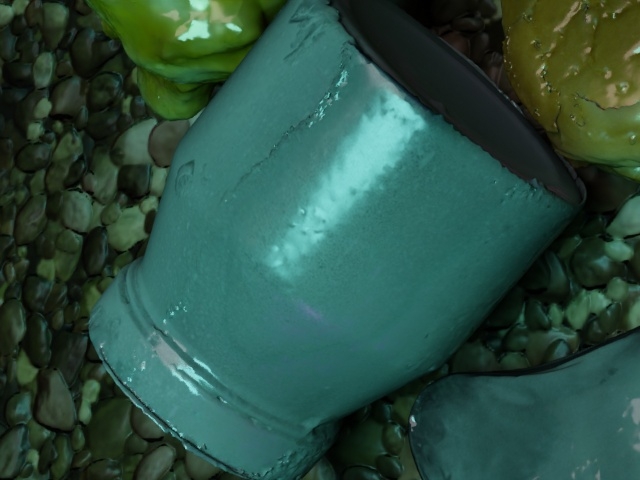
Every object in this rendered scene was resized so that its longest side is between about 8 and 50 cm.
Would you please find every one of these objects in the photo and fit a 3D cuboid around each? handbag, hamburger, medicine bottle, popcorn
[{"bbox_3d":[0.202,0.149,1.149,0.332,0.075,0.191,-19,69,23],"label":"handbag"},{"bbox_3d":[0.228,-0.139,1.205,0.214,0.108,0.213,-15,63,31],"label":"hamburger"},{"bbox_3d":[0.000,0.000,1.215,0.290,0.245,0.245,-49,55,16],"label":"medicine bottle"},{"bbox_3d":[-0.104,-0.251,1.335,0.326,0.290,0.321,-10,32,-4],"label":"popcorn"}]
